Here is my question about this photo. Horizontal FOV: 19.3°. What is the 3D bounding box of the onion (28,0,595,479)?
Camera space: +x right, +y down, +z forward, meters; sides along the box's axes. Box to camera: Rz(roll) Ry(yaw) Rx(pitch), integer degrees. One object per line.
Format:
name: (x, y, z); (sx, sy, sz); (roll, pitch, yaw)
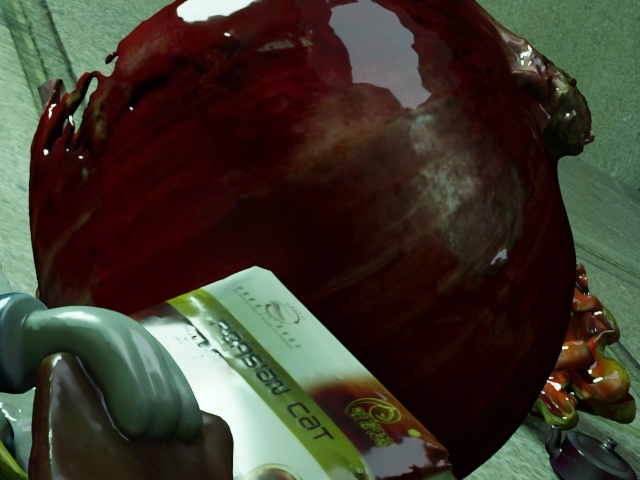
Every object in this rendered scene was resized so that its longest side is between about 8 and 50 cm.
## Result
onion: (-0.007, 0.003, 1.038); (0.341, 0.341, 0.341); (30, 14, -8)

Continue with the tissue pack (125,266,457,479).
tissue pack: (-0.028, 0.096, 0.792); (0.106, 0.099, 0.148); (-19, 42, -28)

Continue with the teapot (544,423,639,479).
teapot: (0.216, 0.173, 1.448); (0.100, 0.045, 0.068); (29, 15, -7)

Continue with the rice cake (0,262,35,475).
rice cake: (-0.213, 0.013, 1.018); (0.070, 0.064, 0.399); (-5, 34, -32)

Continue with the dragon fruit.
dragon fruit: (0.173, 0.079, 1.514); (0.133, 0.150, 0.207); (-24, 51, -38)

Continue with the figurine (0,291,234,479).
figurine: (-0.163, 0.066, 0.707); (0.283, 0.205, 0.338); (7, 0, 2)
